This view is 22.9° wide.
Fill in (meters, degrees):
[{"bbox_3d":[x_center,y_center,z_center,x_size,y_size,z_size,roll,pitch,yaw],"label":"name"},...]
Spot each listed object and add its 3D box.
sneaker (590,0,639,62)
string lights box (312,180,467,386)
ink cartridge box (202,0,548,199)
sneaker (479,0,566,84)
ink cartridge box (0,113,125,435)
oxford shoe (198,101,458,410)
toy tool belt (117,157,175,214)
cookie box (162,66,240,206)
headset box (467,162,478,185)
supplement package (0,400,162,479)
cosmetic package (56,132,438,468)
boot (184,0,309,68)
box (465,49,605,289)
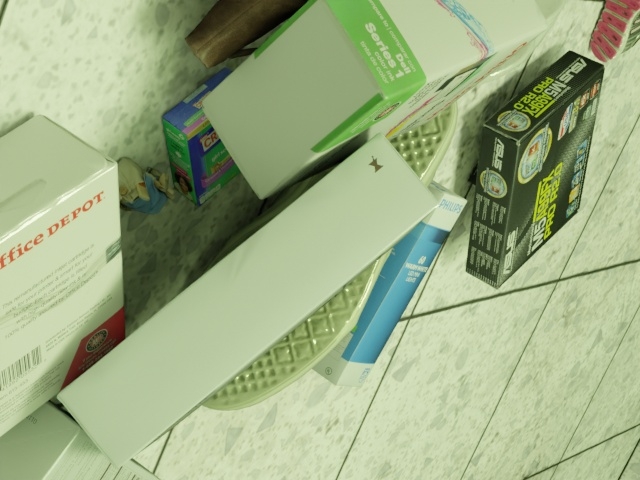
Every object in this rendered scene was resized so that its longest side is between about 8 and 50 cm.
[{"bbox_3d":[0.440,-0.331,2.220,0.075,0.063,0.170,-24,144,-47],"label":"sneaker"},{"bbox_3d":[0.047,0.029,1.871,0.259,0.133,0.077,-60,153,8],"label":"string lights box"},{"bbox_3d":[0.056,-0.169,1.507,0.278,0.117,0.201,-28,173,-46],"label":"ink cartridge box"},{"bbox_3d":[0.229,-0.237,1.961,0.212,0.080,0.094,-40,161,-32],"label":"sneaker"},{"bbox_3d":[-0.266,0.033,1.382,0.172,0.100,0.237,-38,149,-33],"label":"ink cartridge box"},{"bbox_3d":[0.000,0.000,1.755,0.449,0.169,0.130,-55,179,-3],"label":"oxford shoe"},{"bbox_3d":[-0.167,-0.045,1.519,0.052,0.051,0.083,-59,154,5],"label":"toy tool belt"},{"bbox_3d":[-0.108,-0.102,1.567,0.092,0.040,0.107,-42,149,-26],"label":"cookie box"},{"bbox_3d":[0.240,-0.095,2.173,0.062,0.032,0.083,-61,153,5],"label":"headset box"},{"bbox_3d":[-0.272,0.235,1.553,0.134,0.139,0.244,-54,153,-9],"label":"supplement package"},{"bbox_3d":[-0.067,0.061,1.541,0.377,0.097,0.284,-39,176,-3],"label":"cosmetic package"},{"bbox_3d":[-0.032,-0.255,1.485,0.207,0.090,0.248,-36,-171,13],"label":"boot"},{"bbox_3d":[0.292,-0.095,2.157,0.216,0.060,0.270,-40,147,-36],"label":"box"}]
